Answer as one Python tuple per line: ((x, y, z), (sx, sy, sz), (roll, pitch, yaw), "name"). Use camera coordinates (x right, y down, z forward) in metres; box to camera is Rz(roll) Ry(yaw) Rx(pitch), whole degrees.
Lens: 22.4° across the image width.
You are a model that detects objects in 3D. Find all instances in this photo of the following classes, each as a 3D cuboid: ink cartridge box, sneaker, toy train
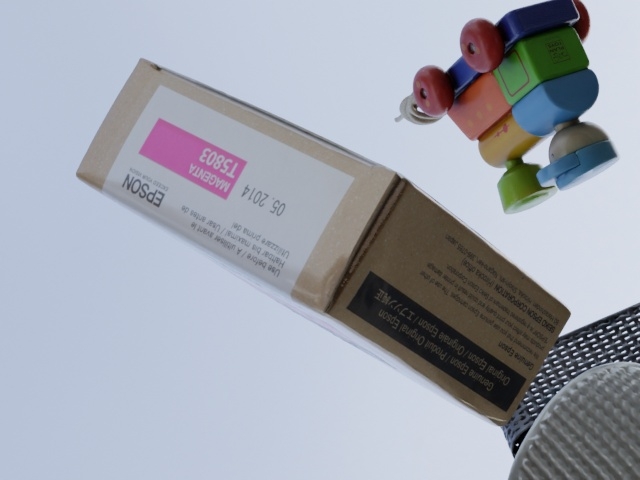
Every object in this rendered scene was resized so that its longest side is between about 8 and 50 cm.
((0.000, 0.000, 0.945), (0.193, 0.235, 0.088), (33, -93, -46), "ink cartridge box")
((0.172, 0.227, 1.059), (0.282, 0.102, 0.161), (-66, -28, -25), "sneaker")
((0.143, -0.084, 1.305), (0.105, 0.248, 0.143), (-17, -101, -27), "toy train")

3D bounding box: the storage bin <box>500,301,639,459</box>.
((0.235, 0.135, 1.288), (0.084, 0.180, 0.122), (-110, -5, -54), "storage bin")
